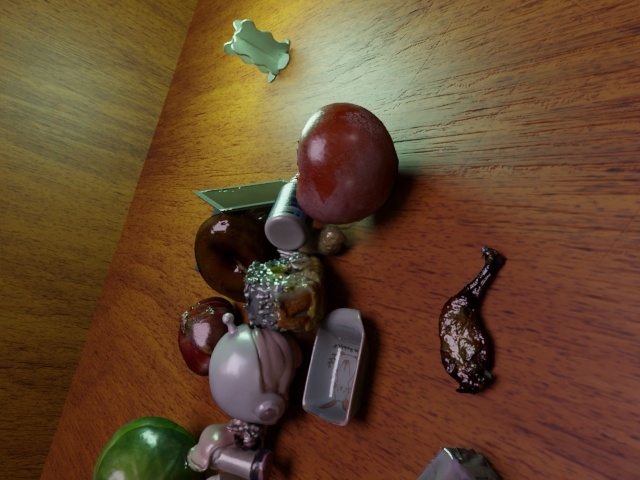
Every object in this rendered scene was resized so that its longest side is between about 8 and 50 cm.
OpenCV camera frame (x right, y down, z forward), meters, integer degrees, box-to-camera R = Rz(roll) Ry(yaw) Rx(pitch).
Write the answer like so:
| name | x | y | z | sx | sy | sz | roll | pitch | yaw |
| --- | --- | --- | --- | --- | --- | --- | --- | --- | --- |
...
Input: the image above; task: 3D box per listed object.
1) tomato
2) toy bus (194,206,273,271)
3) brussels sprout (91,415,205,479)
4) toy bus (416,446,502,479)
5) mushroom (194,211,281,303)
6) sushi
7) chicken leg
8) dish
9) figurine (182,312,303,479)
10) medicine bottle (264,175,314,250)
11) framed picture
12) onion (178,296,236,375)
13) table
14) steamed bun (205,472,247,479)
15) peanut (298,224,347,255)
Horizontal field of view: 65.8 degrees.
| name | x | y | z | sx | sy | sz | roll | pitch | yaw |
| --- | --- | --- | --- | --- | --- | --- | --- | --- | --- |
| tomato | 0.059 | -0.168 | 1.097 | 0.270 | 0.227 | 0.270 | 4 | -90 | -88 |
| toy bus | -0.263 | -0.001 | 1.508 | 0.138 | 0.167 | 0.275 | 10 | 83 | 54 |
| brussels sprout | -0.472 | 0.660 | 1.348 | 0.281 | 0.289 | 0.355 | -47 | 16 | 29 |
| toy bus | 0.160 | 0.471 | 0.772 | 0.317 | 0.112 | 0.138 | -56 | 33 | 17 |
| mushroom | -0.211 | 0.047 | 1.361 | 0.267 | 0.254 | 0.267 | 0 | 90 | 10 |
| sushi | -0.076 | 0.114 | 1.160 | 0.274 | 0.184 | 0.139 | -76 | -17 | -75 |
| chicken leg | 0.258 | 0.134 | 0.853 | 0.106 | 0.051 | 0.253 | -2 | 71 | 46 |
| dish | 0.049 | 0.263 | 1.053 | 0.154 | 0.064 | 0.234 | -1 | 74 | 53 |
| figurine | -0.171 | 0.367 | 1.167 | 0.253 | 0.211 | 0.361 | 15 | 87 | 55 |
| medicine bottle | -0.064 | -0.074 | 1.213 | 0.107 | 0.107 | 0.191 | -38 | 24 | 37 |
| framed picture | -0.176 | -0.123 | 1.374 | 0.232 | 0.296 | 0.019 | 30 | 126 | 55 |
| onion | -0.351 | 0.286 | 1.509 | 0.248 | 0.161 | 0.248 | -173 | 90 | -73 |
| table | -0.228 | -0.687 | 1.765 | 0.166 | 0.198 | 0.166 | -28 | 52 | 44 |
| steamed bun | -0.205 | 0.667 | 1.122 | 0.164 | 0.146 | 0.242 | -50 | 41 | 21 |
| peanut | 0.000 | 0.000 | 1.229 | 0.187 | 0.082 | 0.082 | -3 | 71 | 54 |
